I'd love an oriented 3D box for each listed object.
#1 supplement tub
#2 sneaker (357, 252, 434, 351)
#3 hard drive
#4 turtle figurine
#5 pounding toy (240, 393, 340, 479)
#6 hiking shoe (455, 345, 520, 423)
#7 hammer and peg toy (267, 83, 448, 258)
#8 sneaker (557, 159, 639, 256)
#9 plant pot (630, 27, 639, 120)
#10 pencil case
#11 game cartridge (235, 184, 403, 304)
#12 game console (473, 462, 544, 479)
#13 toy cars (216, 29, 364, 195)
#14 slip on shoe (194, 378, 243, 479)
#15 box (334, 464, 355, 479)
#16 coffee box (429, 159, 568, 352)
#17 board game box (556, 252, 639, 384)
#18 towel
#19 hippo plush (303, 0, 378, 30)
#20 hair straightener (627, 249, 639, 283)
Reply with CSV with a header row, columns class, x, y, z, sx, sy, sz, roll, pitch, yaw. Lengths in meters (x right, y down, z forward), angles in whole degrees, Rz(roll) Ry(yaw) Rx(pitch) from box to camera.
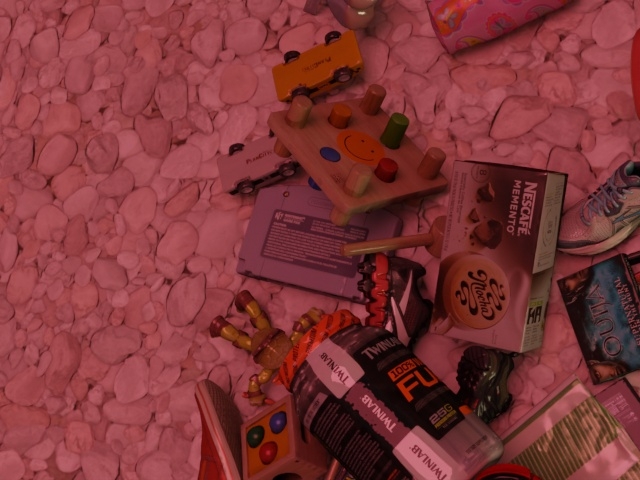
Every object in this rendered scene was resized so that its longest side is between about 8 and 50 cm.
class,x,y,z,sx,sy,sz,roll,pitch,yaw
supplement tub,0.104,0.278,1.682,0.338,0.207,0.207,43,92,20
sneaker,0.133,0.156,1.869,0.135,0.097,0.276,1,90,-9
hard drive,0.491,0.302,1.725,0.094,0.022,0.135,-34,64,8
turtle figurine,-0.105,0.203,1.961,0.217,0.087,0.269,36,89,27
pounding toy,-0.038,0.357,1.817,0.206,0.094,0.181,-36,40,28
hiking shoe,0.268,0.284,1.781,0.086,0.114,0.227,46,124,53
hammer and peg toy,0.094,-0.121,1.892,0.361,0.266,0.127,52,136,28
sneaker,0.498,-0.077,1.775,0.283,0.122,0.110,-27,48,17
plant pot,0.646,-0.269,1.728,0.243,0.275,0.275,-3,72,32
pencil case,0.340,-0.451,1.982,0.284,0.124,0.124,-24,66,12
game cartridge,0.000,0.000,2.006,0.297,0.062,0.198,13,74,25
game console,0.302,0.543,1.572,0.342,0.060,0.387,33,114,9
toy cars,-0.048,-0.238,2.088,0.176,0.087,0.394,31,90,32
slip on shoe,-0.177,0.404,1.899,0.101,0.123,0.331,-23,69,15
box,0.102,0.377,1.816,0.114,0.036,0.207,30,85,-13
coffee box,0.298,0.021,1.788,0.168,0.119,0.297,11,97,29
board game box,0.474,0.129,1.757,0.126,0.026,0.186,-28,68,32
towel,0.420,0.409,1.700,0.248,0.038,0.325,-43,64,14
hippo plush,0.095,-0.552,2.083,0.236,0.294,0.234,-31,84,-18
hair straightener,0.576,-0.003,1.773,0.230,0.047,0.089,-30,64,17
